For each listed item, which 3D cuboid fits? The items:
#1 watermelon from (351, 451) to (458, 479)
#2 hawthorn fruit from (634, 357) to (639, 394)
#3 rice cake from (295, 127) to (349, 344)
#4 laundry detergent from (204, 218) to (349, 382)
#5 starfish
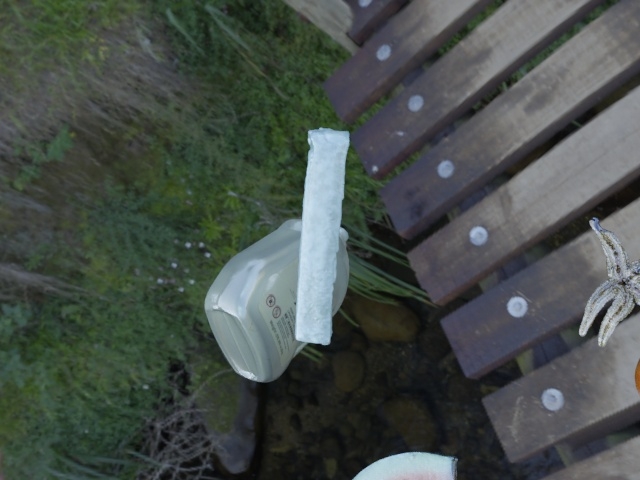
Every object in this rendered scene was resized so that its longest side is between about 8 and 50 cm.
[{"bbox_3d":[0.143,0.355,0.879,0.202,0.136,0.207,50,126,24],"label":"watermelon"},{"bbox_3d":[0.550,0.208,0.950,0.207,0.207,0.243,-33,11,25],"label":"hawthorn fruit"},{"bbox_3d":[0.000,0.000,0.379,0.021,0.022,0.121,-95,9,-71],"label":"rice cake"},{"bbox_3d":[-0.038,0.063,0.970,0.091,0.181,0.253,6,37,39],"label":"laundry detergent"},{"bbox_3d":[0.318,0.033,0.729,0.133,0.041,0.130,-33,57,32],"label":"starfish"}]
